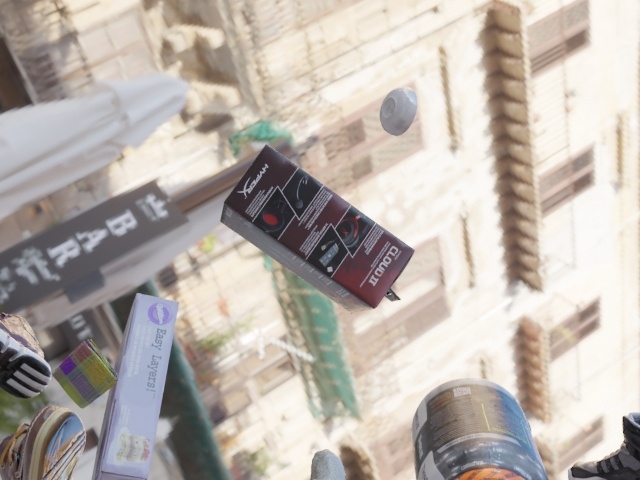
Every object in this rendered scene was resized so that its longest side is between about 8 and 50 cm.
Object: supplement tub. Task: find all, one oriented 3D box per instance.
[{"bbox_3d":[0.257,0.376,1.648,0.338,0.207,0.207,-80,145,-75],"label":"supplement tub"}]

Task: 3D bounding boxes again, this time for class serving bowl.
[{"bbox_3d":[0.122,-0.213,1.655,0.083,0.027,0.083,-23,-119,51],"label":"serving bowl"}]

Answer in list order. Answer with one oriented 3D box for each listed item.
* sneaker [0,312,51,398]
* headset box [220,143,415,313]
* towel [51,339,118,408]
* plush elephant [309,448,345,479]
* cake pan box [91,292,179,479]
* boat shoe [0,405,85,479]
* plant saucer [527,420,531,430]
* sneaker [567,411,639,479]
[{"bbox_3d":[-0.580,0.146,1.709,0.281,0.106,0.162,46,3,-27],"label":"sneaker"},{"bbox_3d":[0.000,0.000,1.517,0.293,0.110,0.218,35,-9,-3],"label":"headset box"},{"bbox_3d":[-0.269,0.154,1.161,0.060,0.009,0.083,50,-56,1],"label":"towel"},{"bbox_3d":[0.004,0.340,1.025,0.272,0.330,0.255,-18,-79,31],"label":"plush elephant"},{"bbox_3d":[-0.262,0.234,1.398,0.245,0.070,0.266,123,-23,-55],"label":"cake pan box"},{"bbox_3d":[-0.452,0.350,1.578,0.123,0.123,0.342,29,-38,7],"label":"boat shoe"},{"bbox_3d":[0.365,0.440,2.224,0.036,0.199,0.198,-86,167,-50],"label":"plant saucer"},{"bbox_3d":[0.562,0.391,1.859,0.269,0.101,0.153,-11,-100,58],"label":"sneaker"}]
